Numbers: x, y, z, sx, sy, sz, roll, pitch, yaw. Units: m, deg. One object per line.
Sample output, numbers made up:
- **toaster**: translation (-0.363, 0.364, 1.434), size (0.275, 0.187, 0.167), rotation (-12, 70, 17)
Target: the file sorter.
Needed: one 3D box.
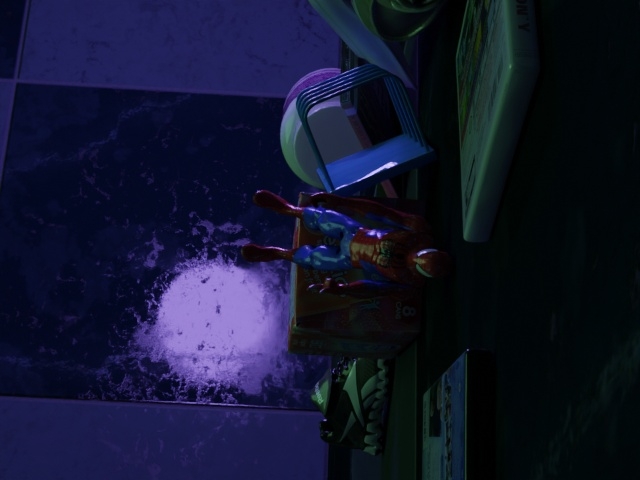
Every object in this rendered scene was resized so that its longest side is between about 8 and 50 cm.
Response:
- **file sorter**: translation (0.040, -0.123, 1.322), size (0.170, 0.118, 0.104), rotation (-111, -2, -77)

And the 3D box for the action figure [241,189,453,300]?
- **action figure**: translation (0.000, 0.000, 1.175), size (0.280, 0.139, 0.091), rotation (11, 90, 47)

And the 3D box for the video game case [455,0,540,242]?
- **video game case**: translation (0.124, -0.128, 0.881), size (0.201, 0.023, 0.183), rotation (94, 178, -57)

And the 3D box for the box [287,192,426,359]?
- **box**: translation (0.036, 0.052, 1.444), size (0.300, 0.142, 0.154), rotation (103, 171, -78)

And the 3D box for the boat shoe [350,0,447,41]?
- **boat shoe**: translation (0.083, -0.256, 1.098), size (0.302, 0.109, 0.094), rotation (104, 167, -66)

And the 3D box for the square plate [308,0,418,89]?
- **square plate**: translation (-0.011, -0.353, 1.375), size (0.344, 0.049, 0.347), rotation (68, -167, 16)

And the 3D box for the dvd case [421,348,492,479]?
- **dvd case**: translation (0.104, 0.194, 0.967), size (0.253, 0.022, 0.180), rotation (101, 171, -75)

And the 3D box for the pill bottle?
- **pill bottle**: translation (0.020, -0.172, 1.926), size (0.301, 0.169, 0.169), rotation (-91, 5, -76)

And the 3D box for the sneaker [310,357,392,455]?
- **sneaker**: translation (0.040, 0.196, 1.657), size (0.078, 0.106, 0.234), rotation (-91, 5, -56)

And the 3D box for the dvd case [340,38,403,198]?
- **dvd case**: translation (0.068, -0.168, 1.555), size (0.221, 0.018, 0.165), rotation (58, -153, -50)
